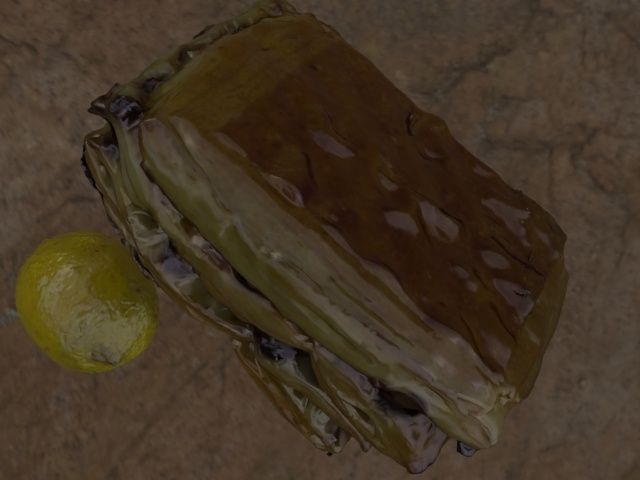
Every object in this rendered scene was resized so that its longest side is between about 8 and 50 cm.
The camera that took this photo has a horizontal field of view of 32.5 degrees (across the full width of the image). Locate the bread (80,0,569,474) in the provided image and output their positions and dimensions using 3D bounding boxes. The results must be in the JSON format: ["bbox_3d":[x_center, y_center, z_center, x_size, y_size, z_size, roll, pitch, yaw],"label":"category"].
[{"bbox_3d":[0.000,0.000,0.764,0.324,0.277,0.167,40,123,1],"label":"bread"}]

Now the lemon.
[{"bbox_3d":[-0.189,0.047,0.887,0.109,0.133,0.109,-31,157,-15],"label":"lemon"}]
